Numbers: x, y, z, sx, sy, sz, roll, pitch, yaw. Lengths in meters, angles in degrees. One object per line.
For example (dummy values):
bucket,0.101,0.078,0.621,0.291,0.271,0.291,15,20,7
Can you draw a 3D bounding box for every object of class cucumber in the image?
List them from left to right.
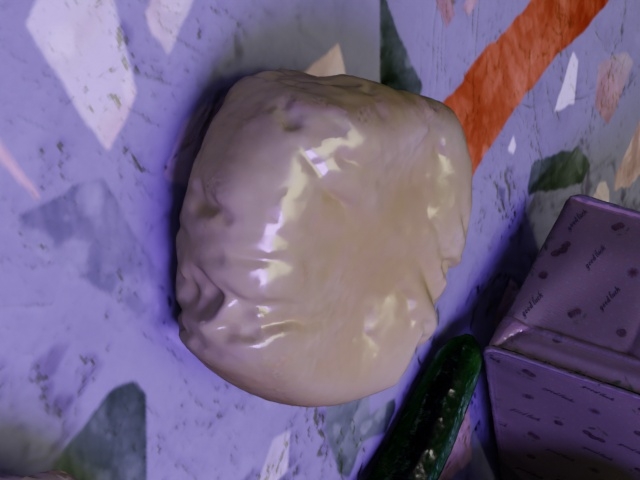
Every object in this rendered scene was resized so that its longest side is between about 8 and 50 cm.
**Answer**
cucumber,0.062,0.191,0.957,0.284,0.056,0.056,-56,141,-26

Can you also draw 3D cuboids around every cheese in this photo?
cheese,0.000,0.000,0.759,0.226,0.117,0.214,-1,106,-50

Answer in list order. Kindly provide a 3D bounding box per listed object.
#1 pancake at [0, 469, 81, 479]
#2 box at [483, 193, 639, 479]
pancake,-0.203,0.289,0.585,0.387,0.082,0.387,-27,125,-45
box,0.298,0.139,1.093,0.190,0.225,0.297,-58,151,-28
